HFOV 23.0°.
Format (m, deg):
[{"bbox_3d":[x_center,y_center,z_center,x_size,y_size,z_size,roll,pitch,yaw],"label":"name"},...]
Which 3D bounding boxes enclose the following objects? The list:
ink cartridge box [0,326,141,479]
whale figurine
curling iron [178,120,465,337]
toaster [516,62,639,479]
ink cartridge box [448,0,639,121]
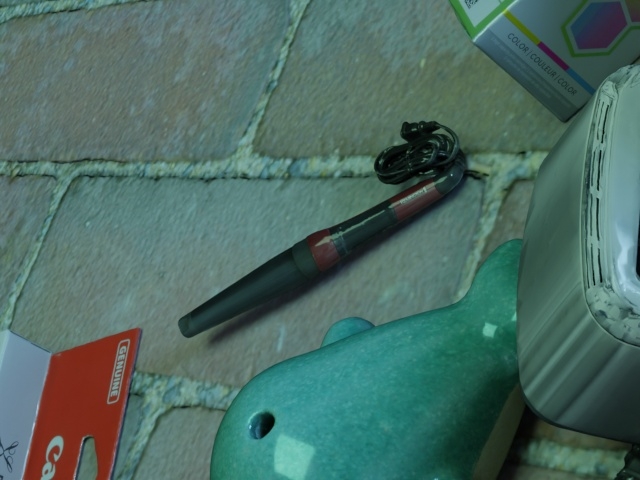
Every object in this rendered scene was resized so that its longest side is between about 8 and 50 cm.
[{"bbox_3d":[-0.272,0.205,1.311,0.239,0.060,0.275,-19,51,39],"label":"ink cartridge box"},{"bbox_3d":[0.042,0.107,0.978,0.272,0.141,0.216,-46,39,12],"label":"whale figurine"},{"bbox_3d":[0.000,0.000,1.186,0.274,0.035,0.068,-37,38,22],"label":"curling iron"},{"bbox_3d":[0.184,0.012,0.866,0.146,0.129,0.227,107,175,-62],"label":"toaster"},{"bbox_3d":[0.199,-0.188,1.049,0.209,0.109,0.062,-41,41,17],"label":"ink cartridge box"}]
